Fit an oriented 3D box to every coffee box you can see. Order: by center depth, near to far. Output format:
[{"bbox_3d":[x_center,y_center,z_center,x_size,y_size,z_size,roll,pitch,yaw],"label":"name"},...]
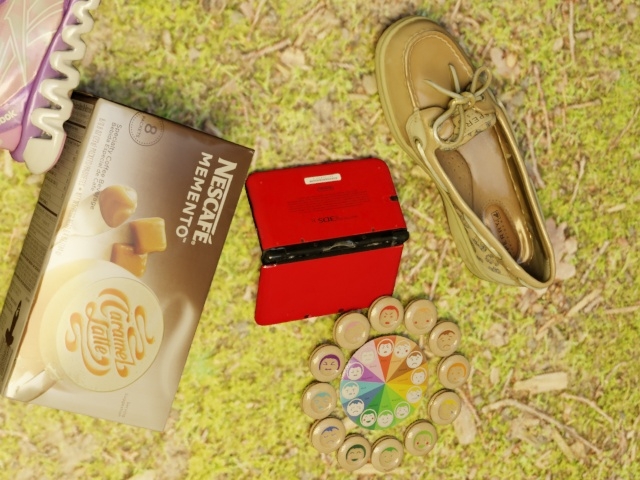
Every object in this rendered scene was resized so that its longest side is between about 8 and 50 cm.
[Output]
[{"bbox_3d":[-0.167,0.016,0.955,0.141,0.098,0.246,18,92,-26],"label":"coffee box"}]

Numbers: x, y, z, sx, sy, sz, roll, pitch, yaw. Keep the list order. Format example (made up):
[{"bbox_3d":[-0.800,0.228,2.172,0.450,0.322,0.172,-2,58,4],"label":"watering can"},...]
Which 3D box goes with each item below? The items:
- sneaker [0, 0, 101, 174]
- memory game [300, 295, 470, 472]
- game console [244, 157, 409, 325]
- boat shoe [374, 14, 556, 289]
[{"bbox_3d":[-0.231,-0.175,0.900,0.104,0.095,0.236,15,94,-18],"label":"sneaker"},{"bbox_3d":[0.066,0.141,1.123,0.186,0.012,0.186,-7,107,-23],"label":"memory game"},{"bbox_3d":[0.000,0.000,1.075,0.144,0.085,0.124,-9,72,-23],"label":"game console"},{"bbox_3d":[0.146,-0.081,1.082,0.104,0.089,0.285,-36,111,-14],"label":"boat shoe"}]
